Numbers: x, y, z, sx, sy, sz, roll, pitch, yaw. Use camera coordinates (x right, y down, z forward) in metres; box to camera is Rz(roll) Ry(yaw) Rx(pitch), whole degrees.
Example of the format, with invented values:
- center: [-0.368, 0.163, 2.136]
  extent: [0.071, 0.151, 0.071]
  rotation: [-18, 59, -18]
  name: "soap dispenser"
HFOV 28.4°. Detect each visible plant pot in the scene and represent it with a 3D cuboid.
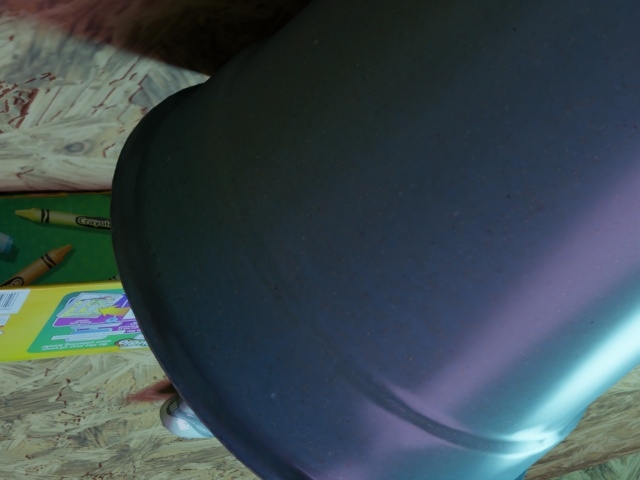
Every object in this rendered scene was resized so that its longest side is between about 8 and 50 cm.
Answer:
- center: [0.110, -0.054, 0.726]
  extent: [0.341, 0.341, 0.334]
  rotation: [5, 143, -42]
  name: "plant pot"

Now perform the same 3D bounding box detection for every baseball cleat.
- center: [-0.099, 0.210, 1.581]
  extent: [0.206, 0.072, 0.109]
  rotation: [2, 147, -47]
  name: "baseball cleat"

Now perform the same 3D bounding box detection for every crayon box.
- center: [-0.187, 0.031, 1.039]
  extent: [0.278, 0.081, 0.165]
  rotation: [-3, 157, -30]
  name: "crayon box"
